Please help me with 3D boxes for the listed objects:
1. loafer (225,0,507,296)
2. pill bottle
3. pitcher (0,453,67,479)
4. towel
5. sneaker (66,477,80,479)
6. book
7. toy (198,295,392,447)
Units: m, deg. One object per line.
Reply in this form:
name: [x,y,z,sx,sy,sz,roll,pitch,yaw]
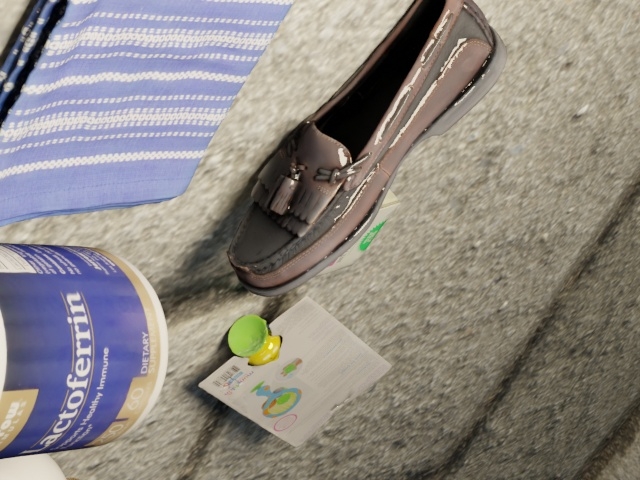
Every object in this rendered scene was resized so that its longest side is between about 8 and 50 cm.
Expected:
loafer: [0.024,-0.090,1.317,0.302,0.109,0.095,-46,138,-6]
pill bottle: [-0.239,0.077,1.102,0.153,0.153,0.265,-52,155,20]
pitcher: [-0.275,0.184,1.291,0.178,0.125,0.207,-56,146,-5]
towel: [-0.101,-0.144,1.084,0.243,0.040,0.336,-9,140,-53]
sneaker: [-0.237,0.290,1.519,0.042,0.118,0.067,22,119,-36]
book: [0.000,0.000,1.497,0.144,0.035,0.096,-17,150,-47]
toy: [-0.030,0.123,1.625,0.137,0.056,0.237,-40,152,4]
